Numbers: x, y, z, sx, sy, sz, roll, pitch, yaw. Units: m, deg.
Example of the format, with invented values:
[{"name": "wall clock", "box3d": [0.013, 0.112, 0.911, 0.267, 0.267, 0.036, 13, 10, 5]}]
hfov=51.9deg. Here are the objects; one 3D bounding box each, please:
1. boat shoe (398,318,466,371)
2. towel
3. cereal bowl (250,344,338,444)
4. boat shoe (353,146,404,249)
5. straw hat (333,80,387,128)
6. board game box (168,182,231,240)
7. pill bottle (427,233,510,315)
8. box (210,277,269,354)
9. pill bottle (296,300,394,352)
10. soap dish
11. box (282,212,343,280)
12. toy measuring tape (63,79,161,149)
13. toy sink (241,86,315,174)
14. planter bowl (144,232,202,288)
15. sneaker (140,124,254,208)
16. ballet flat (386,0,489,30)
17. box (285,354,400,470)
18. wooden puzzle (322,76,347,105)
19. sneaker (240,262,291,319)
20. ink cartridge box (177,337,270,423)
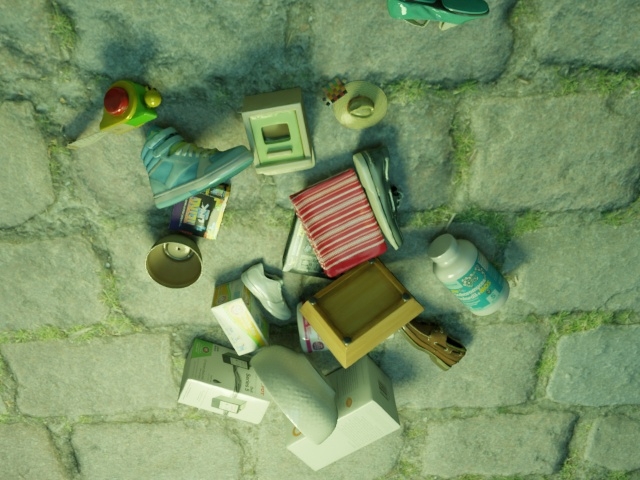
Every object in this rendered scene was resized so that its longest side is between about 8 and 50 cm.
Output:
[{"name": "boat shoe", "box3d": [0.351, 0.302, 2.112, 0.104, 0.110, 0.307, -41, 125, 16]}, {"name": "towel", "box3d": [0.054, -0.045, 1.847, 0.199, 0.031, 0.274, -24, 113, 3]}, {"name": "cereal bowl", "box3d": [-0.057, 0.446, 2.007, 0.141, 0.339, 0.339, -40, 117, -3]}, {"name": "boat shoe", "box3d": [0.188, -0.116, 1.832, 0.099, 0.116, 0.319, -27, 118, -4]}, {"name": "straw hat", "box3d": [0.106, -0.343, 1.716, 0.145, 0.061, 0.144, -1, 123, -2]}, {"name": "board game box", "box3d": [-0.342, -0.094, 1.861, 0.141, 0.048, 0.170, 14, 120, -12]}, {"name": "pill bottle", "box3d": [0.433, 0.096, 1.954, 0.146, 0.146, 0.264, -39, 116, 20]}, {"name": "box", "box3d": [-0.245, 0.235, 2.033, 0.103, 0.114, 0.203, -20, 120, 9]}, {"name": "pill bottle", "box3d": [0.077, 0.252, 2.028, 0.283, 0.160, 0.160, -8, 122, 2]}, {"name": "soap dish", "box3d": [0.116, 0.190, 1.898, 0.291, 0.229, 0.118, -35, 153, -12]}, {"name": "box", "box3d": [0.000, 0.000, 1.926, 0.184, 0.059, 0.232, 10, 121, -11]}, {"name": "toy measuring tape", "box3d": [-0.539, -0.331, 1.687, 0.330, 0.121, 0.121, -15, 123, 28]}, {"name": "toy sink", "box3d": [-0.104, -0.259, 1.718, 0.153, 0.131, 0.234, -8, 123, 3]}, {"name": "planter bowl", "box3d": [-0.418, 0.046, 1.909, 0.162, 0.109, 0.162, -1, 121, -2]}, {"name": "sneaker", "box3d": [-0.336, -0.225, 1.690, 0.319, 0.127, 0.208, -21, 95, 23]}, {"name": "ballet flat", "box3d": [0.278, -0.555, 1.590, 0.248, 0.083, 0.087, 7, 146, -6]}, {"name": "box", "box3d": [0.068, 0.575, 2.197, 0.345, 0.215, 0.168, -32, 120, 17]}, {"name": "wooden puzzle", "box3d": [0.037, -0.389, 1.704, 0.083, 0.006, 0.049, -33, 93, 17]}, {"name": "sneaker", "box3d": [-0.143, 0.157, 2.015, 0.094, 0.080, 0.212, -39, 115, 7]}, {"name": "ink cartridge box", "box3d": [-0.301, 0.452, 2.116, 0.273, 0.198, 0.114, 20, 118, -14]}]
